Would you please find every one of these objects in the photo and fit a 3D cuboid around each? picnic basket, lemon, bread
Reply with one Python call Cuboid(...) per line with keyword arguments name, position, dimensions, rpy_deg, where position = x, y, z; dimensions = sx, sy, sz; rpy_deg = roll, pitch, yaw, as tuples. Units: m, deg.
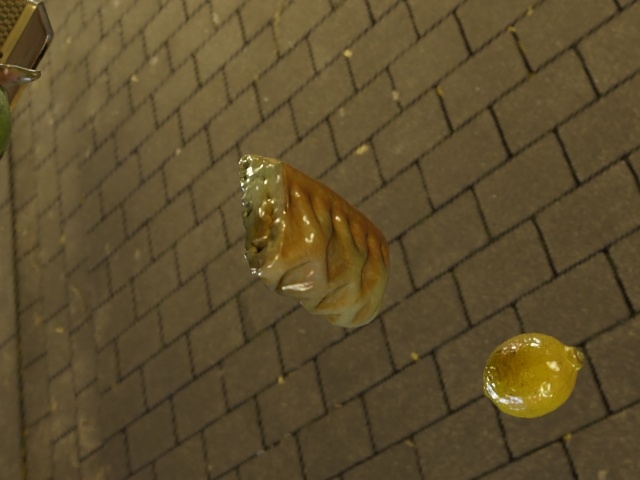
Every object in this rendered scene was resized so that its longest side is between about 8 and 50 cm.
Cuboid(name="picnic basket", position=(-0.481, -0.231, 1.301), dimensions=(0.266, 0.139, 0.165), rpy_deg=(-64, 5, -10))
Cuboid(name="lemon", position=(0.160, 0.101, 0.735), dimensions=(0.083, 0.062, 0.062), rpy_deg=(-28, 57, 25))
Cuboid(name="bread", position=(0.000, 0.000, 0.864), dimensions=(0.088, 0.232, 0.128), rpy_deg=(-24, 64, 14))

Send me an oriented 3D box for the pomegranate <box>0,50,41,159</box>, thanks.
Cuboid(name="pomegranate", position=(-0.330, -0.122, 0.846), dimensions=(0.148, 0.148, 0.169), rpy_deg=(-13, 45, 42))
